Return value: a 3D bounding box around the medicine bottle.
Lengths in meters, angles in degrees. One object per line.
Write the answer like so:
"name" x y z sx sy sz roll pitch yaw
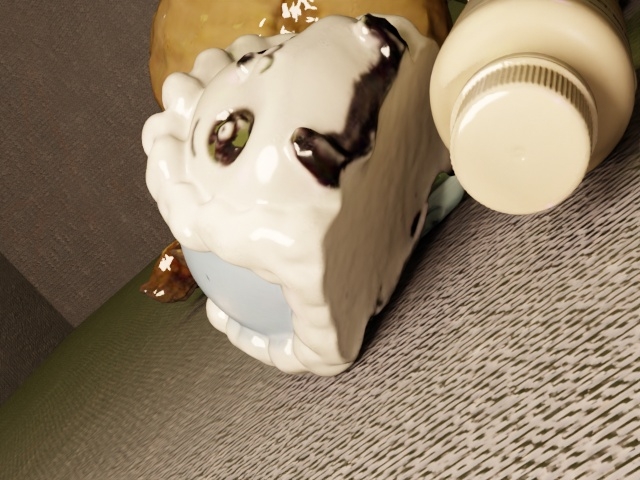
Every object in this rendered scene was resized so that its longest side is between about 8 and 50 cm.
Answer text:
"medicine bottle" 0.122 -0.091 0.546 0.114 0.114 0.252 -38 9 27

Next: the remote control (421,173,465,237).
"remote control" 0.056 -0.041 0.813 0.103 0.051 0.293 -42 12 6

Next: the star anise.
"star anise" -0.143 0.007 1.336 0.220 0.099 0.214 -43 -6 24

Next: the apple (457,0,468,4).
"apple" 0.267 -0.587 1.371 0.473 0.473 0.473 -41 9 8

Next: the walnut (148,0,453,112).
"walnut" -0.026 -0.223 1.134 0.383 0.383 0.383 -41 9 8

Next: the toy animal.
"toy animal" -0.018 -0.038 0.594 0.156 0.204 0.208 9 54 25
